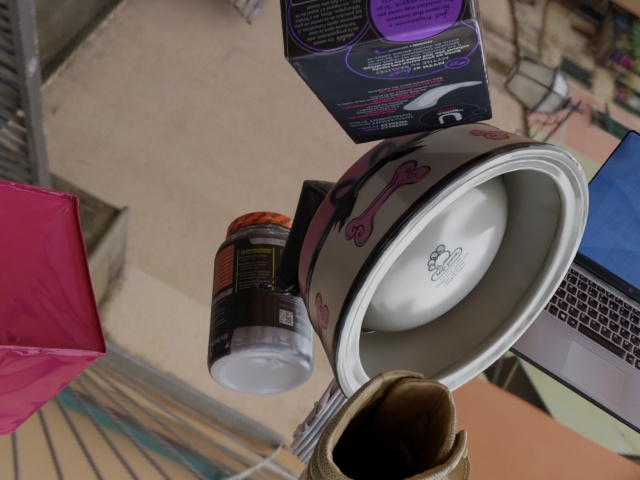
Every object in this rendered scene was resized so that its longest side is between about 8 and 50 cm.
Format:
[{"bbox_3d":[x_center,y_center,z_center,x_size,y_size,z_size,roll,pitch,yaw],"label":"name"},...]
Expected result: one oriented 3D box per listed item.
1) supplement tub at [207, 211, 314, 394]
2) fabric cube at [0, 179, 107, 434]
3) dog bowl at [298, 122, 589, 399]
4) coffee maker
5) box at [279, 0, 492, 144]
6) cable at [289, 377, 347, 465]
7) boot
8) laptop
[{"bbox_3d":[-0.117,0.121,1.541,0.207,0.207,0.337,124,-27,-48],"label":"supplement tub"},{"bbox_3d":[-0.470,0.087,0.990,0.258,0.259,0.254,-38,-123,31],"label":"fabric cube"},{"bbox_3d":[0.148,0.023,0.992,0.150,0.408,0.408,46,-66,39],"label":"dog bowl"},{"bbox_3d":[0.000,0.000,1.246,0.171,0.120,0.178,-25,135,-64],"label":"coffee maker"},{"bbox_3d":[0.074,-0.208,0.750,0.270,0.165,0.143,31,52,-73],"label":"box"},{"bbox_3d":[0.041,0.314,1.445,0.257,0.089,0.257,-49,171,-32],"label":"cable"},{"bbox_3d":[0.065,0.180,0.606,0.262,0.095,0.203,-12,140,-41],"label":"boot"},{"bbox_3d":[0.596,0.093,1.359,0.408,0.382,0.236,-57,179,-36],"label":"laptop"}]
